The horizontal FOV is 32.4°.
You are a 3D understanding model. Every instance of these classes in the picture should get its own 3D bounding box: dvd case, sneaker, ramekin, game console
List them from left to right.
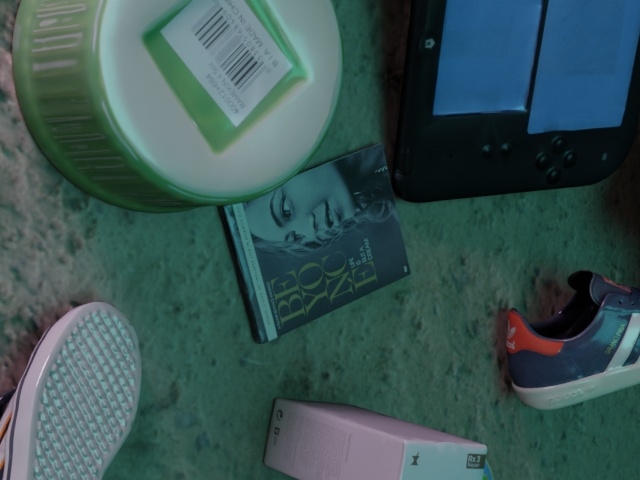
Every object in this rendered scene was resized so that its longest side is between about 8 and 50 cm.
[{"bbox_3d":[-0.267,0.207,1.021,0.126,0.127,0.321,40,48,-37],"label":"sneaker"},{"bbox_3d":[-0.124,-0.172,1.054,0.303,0.148,0.303,-4,97,-34],"label":"ramekin"},{"bbox_3d":[0.000,0.000,1.237,0.221,0.018,0.164,-23,108,-31],"label":"dvd case"},{"bbox_3d":[0.252,-0.238,1.285,0.342,0.060,0.386,-9,116,-29],"label":"game console"},{"bbox_3d":[0.402,0.096,1.406,0.350,0.131,0.148,-18,99,-7],"label":"sneaker"}]

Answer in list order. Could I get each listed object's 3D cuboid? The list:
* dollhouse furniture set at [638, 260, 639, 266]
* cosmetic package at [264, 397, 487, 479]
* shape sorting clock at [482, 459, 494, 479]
[{"bbox_3d":[0.541,-0.008,1.547,0.144,0.123,0.151,35,75,-32],"label":"dollhouse furniture set"},{"bbox_3d":[0.053,0.229,1.166,0.117,0.231,0.085,10,89,-34],"label":"cosmetic package"},{"bbox_3d":[0.142,0.344,1.357,0.206,0.040,0.206,-4,97,-34],"label":"shape sorting clock"}]
